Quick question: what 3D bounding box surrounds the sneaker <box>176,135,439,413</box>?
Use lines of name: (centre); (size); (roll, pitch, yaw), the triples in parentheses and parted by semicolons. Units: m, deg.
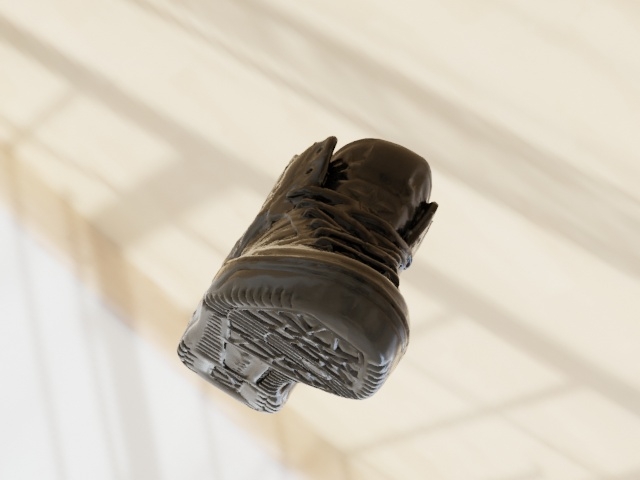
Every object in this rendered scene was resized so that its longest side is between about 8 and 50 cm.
sneaker: (0.002, 0.002, 0.565); (0.051, 0.089, 0.170); (36, 163, -7)
